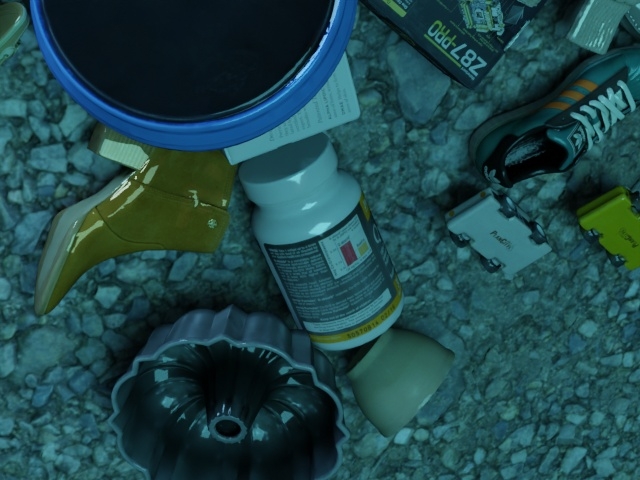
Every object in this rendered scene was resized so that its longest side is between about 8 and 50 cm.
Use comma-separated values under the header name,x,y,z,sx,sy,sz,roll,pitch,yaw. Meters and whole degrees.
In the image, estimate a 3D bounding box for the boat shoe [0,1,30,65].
name,x,y,z,sx,sy,sz,roll,pitch,yaw
boat shoe,-0.395,-0.229,1.599,0.153,0.056,0.048,-41,140,26

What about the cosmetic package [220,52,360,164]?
name,x,y,z,sx,sy,sz,roll,pitch,yaw
cosmetic package,-0.071,-0.215,1.692,0.183,0.151,0.152,-22,119,-10

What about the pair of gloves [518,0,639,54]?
name,x,y,z,sx,sy,sz,roll,pitch,yaw
pair of gloves,0.360,-0.371,1.751,0.240,0.042,0.204,26,102,-36

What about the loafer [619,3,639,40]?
name,x,y,z,sx,sy,sz,roll,pitch,yaw
loafer,0.513,-0.312,1.894,0.319,0.111,0.112,31,99,-29

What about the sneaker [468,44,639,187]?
name,x,y,z,sx,sy,sz,roll,pitch,yaw
sneaker,0.362,-0.164,1.875,0.302,0.121,0.108,-31,122,4

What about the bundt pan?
name,x,y,z,sx,sy,sz,roll,pitch,yaw
bundt pan,-0.119,0.220,1.833,0.330,0.124,0.331,3,127,4

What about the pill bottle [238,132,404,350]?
name,x,y,z,sx,sy,sz,roll,pitch,yaw
pill bottle,0.000,0.000,1.807,0.162,0.162,0.278,-28,120,-8

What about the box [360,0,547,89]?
name,x,y,z,sx,sy,sz,roll,pitch,yaw
box,0.155,-0.433,1.716,0.395,0.097,0.318,35,95,-30

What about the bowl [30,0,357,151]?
name,x,y,z,sx,sy,sz,roll,pitch,yaw
bowl,-0.152,-0.302,1.547,0.391,0.077,0.391,0,85,2

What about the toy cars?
name,x,y,z,sx,sy,sz,roll,pitch,yaw
toy cars,0.353,-0.032,1.969,0.393,0.087,0.176,-1,141,-17

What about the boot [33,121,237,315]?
name,x,y,z,sx,sy,sz,roll,pitch,yaw
boot,-0.237,-0.008,1.747,0.211,0.104,0.295,20,100,-27

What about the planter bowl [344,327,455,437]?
name,x,y,z,sx,sy,sz,roll,pitch,yaw
planter bowl,0.105,0.193,1.948,0.109,0.162,0.162,40,95,-3
